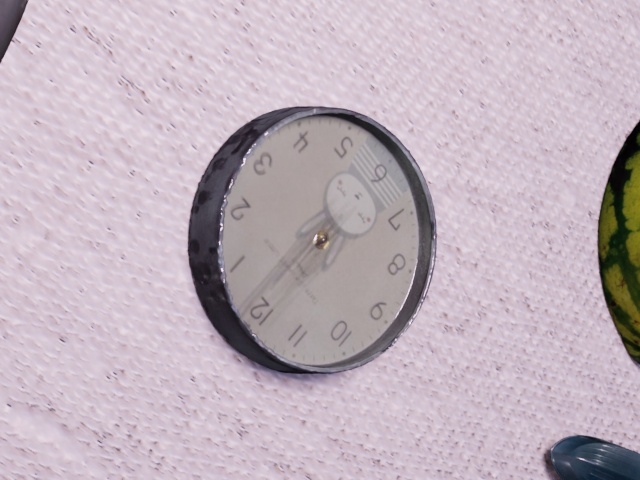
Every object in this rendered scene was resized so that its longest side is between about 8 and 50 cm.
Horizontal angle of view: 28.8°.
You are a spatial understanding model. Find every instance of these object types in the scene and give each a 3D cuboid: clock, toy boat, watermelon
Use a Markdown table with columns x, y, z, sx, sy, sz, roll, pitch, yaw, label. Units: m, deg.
| x | y | z | sx | sy | sz | roll | pitch | yaw | label |
| --- | --- | --- | --- | --- | --- | --- | --- | --- | --- |
| 0.000 | 0.000 | 0.978 | 0.215 | 0.042 | 0.215 | -1 | 92 | -34 | clock |
| 0.269 | 0.216 | 1.156 | 0.141 | 0.060 | 0.055 | 23 | 79 | -25 | toy boat |
| 0.340 | -0.048 | 1.192 | 0.128 | 0.159 | 0.303 | 24 | 72 | 7 | watermelon |

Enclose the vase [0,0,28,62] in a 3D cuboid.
| x | y | z | sx | sy | sz | roll | pitch | yaw | label |
| --- | --- | --- | --- | --- | --- | --- | --- | --- | --- |
| -0.335 | -0.173 | 0.687 | 0.321 | 0.173 | 0.173 | 29 | 75 | -24 | vase |
